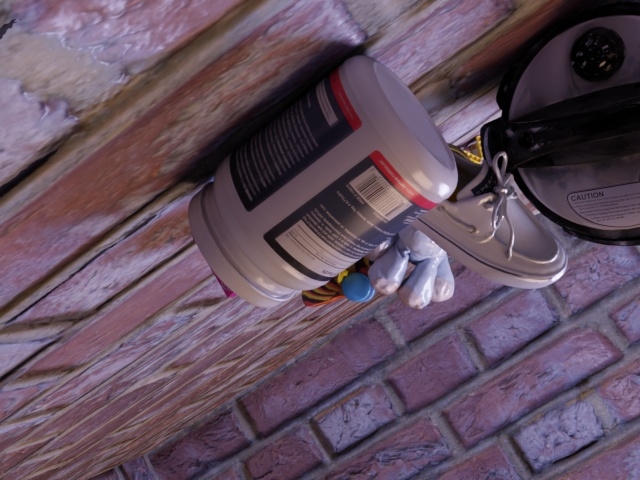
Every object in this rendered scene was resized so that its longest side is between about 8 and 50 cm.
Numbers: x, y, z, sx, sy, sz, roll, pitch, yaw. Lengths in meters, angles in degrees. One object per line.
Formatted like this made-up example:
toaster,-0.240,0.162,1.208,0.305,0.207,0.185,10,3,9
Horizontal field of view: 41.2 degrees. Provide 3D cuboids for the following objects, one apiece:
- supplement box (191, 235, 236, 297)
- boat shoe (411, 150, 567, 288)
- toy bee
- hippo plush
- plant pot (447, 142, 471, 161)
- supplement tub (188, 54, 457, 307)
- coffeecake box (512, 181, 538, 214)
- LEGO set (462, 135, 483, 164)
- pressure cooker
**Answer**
supplement box,-0.056,-0.019,1.238,0.220,0.111,0.114,-22,166,-40
boat shoe,0.235,-0.068,1.277,0.136,0.367,0.156,-57,-179,-35
toy bee,0.099,0.072,2.079,0.298,0.162,0.195,-4,173,-10
hippo plush,0.259,0.007,1.919,0.294,0.234,0.236,-25,168,-29
plant pot,0.217,-0.124,1.541,0.134,0.134,0.095,-37,-166,25
supplement tub,0.001,-0.063,0.982,0.272,0.191,0.191,-36,169,20
coffeecake box,0.460,-0.154,1.885,0.068,0.185,0.142,-38,167,30
LEGO set,0.320,-0.146,1.766,0.287,0.132,0.107,-52,-164,-23
pressure cooker,0.482,-0.185,1.354,0.370,0.375,0.420,-57,160,22
